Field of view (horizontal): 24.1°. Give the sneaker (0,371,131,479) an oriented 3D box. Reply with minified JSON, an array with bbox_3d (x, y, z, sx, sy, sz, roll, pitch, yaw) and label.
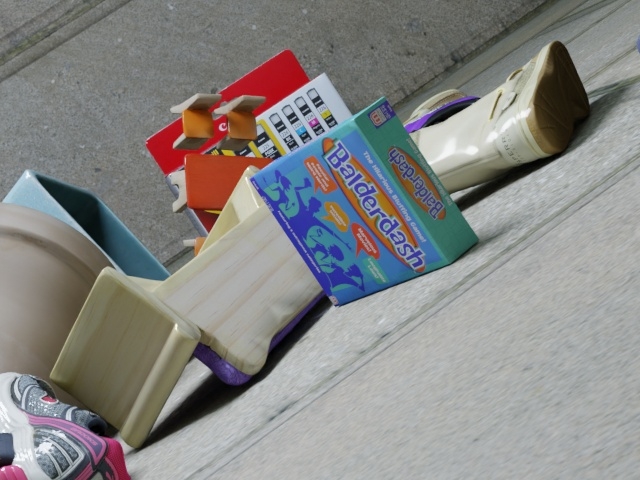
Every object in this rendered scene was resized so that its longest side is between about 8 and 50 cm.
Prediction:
[{"bbox_3d":[-0.244,0.194,1.372,0.112,0.121,0.299,-18,17,-11],"label":"sneaker"}]

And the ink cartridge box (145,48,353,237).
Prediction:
[{"bbox_3d":[-0.093,-0.134,2.471,0.309,0.272,0.130,-35,6,-8],"label":"ink cartridge box"}]

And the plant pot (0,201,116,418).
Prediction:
[{"bbox_3d":[-0.376,0.159,1.654,0.323,0.323,0.280,-32,23,13],"label":"plant pot"}]

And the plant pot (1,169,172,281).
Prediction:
[{"bbox_3d":[-0.341,0.094,1.940,0.252,0.248,0.247,-45,-12,5],"label":"plant pot"}]

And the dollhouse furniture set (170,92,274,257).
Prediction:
[{"bbox_3d":[-0.081,-0.081,2.180,0.259,0.262,0.135,0,-12,-32],"label":"dollhouse furniture set"}]

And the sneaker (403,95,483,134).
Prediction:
[{"bbox_3d":[0.109,-0.094,1.855,0.293,0.102,0.146,-34,6,-9],"label":"sneaker"}]

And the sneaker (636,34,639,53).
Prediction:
[{"bbox_3d":[0.408,-0.231,1.606,0.144,0.053,0.059,-24,8,7],"label":"sneaker"}]

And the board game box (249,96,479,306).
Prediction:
[{"bbox_3d":[0.036,-0.031,1.432,0.047,0.160,0.210,-38,6,-33],"label":"board game box"}]

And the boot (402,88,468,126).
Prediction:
[{"bbox_3d":[0.163,-0.154,2.203,0.213,0.077,0.165,-40,7,-15],"label":"boot"}]

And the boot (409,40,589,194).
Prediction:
[{"bbox_3d":[0.189,-0.126,1.675,0.203,0.095,0.262,-25,15,27],"label":"boot"}]

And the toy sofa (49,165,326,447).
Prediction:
[{"bbox_3d":[-0.104,0.073,1.569,0.150,0.177,0.362,-59,-7,29],"label":"toy sofa"}]
